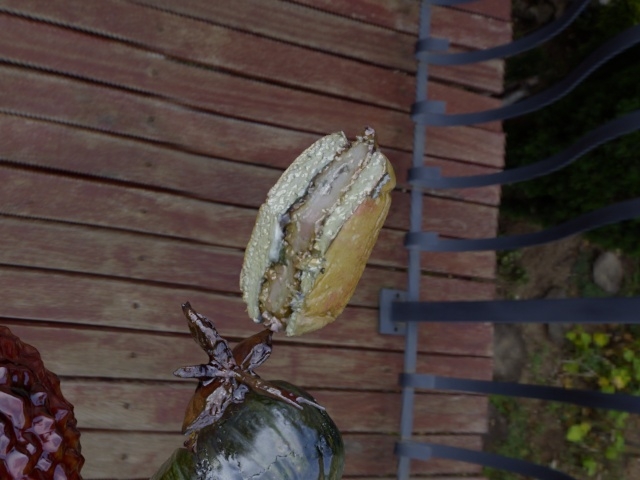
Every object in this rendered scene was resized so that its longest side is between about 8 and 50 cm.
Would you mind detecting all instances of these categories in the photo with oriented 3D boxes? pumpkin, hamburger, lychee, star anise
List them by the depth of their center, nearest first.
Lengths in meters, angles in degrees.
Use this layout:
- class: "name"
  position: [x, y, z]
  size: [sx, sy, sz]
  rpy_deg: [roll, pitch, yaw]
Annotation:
- class: "star anise"
  position: [-0.089, 0.160, 1.065]
  size: [0.140, 0.144, 0.158]
  rpy_deg: [11, 84, -38]
- class: "lychee"
  position: [-0.528, 0.321, 1.204]
  size: [0.424, 0.424, 0.500]
  rpy_deg: [-15, 105, -30]
- class: "pumpkin"
  position: [-0.110, 0.352, 1.290]
  size: [0.320, 0.320, 0.192]
  rpy_deg: [-30, 66, -29]
- class: "hamburger"
  position: [0.000, 0.000, 1.293]
  size: [0.282, 0.155, 0.245]
  rpy_deg: [-44, 146, -18]
